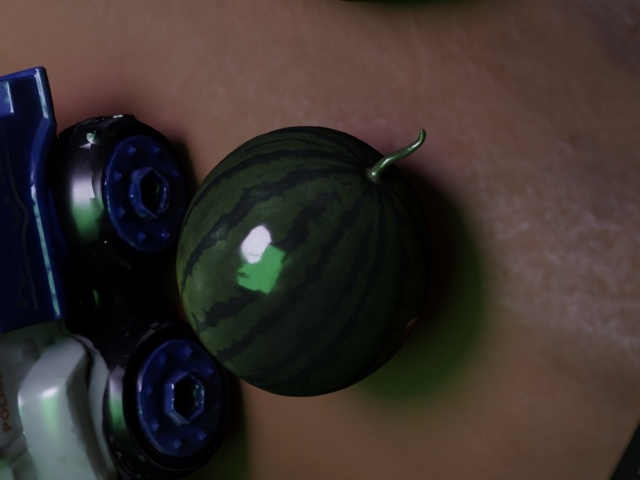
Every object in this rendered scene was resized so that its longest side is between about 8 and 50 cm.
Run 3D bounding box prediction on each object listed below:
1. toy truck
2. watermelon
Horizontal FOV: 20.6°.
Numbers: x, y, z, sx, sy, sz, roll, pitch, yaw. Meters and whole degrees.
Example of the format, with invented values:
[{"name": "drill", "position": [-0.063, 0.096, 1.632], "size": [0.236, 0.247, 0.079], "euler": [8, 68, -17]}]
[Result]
[{"name": "toy truck", "position": [-0.157, 0.037, 0.777], "size": [0.161, 0.177, 0.213], "euler": [-9, 93, 34]}, {"name": "watermelon", "position": [0.000, 0.000, 0.707], "size": [0.105, 0.105, 0.133], "euler": [48, 121, 17]}]
